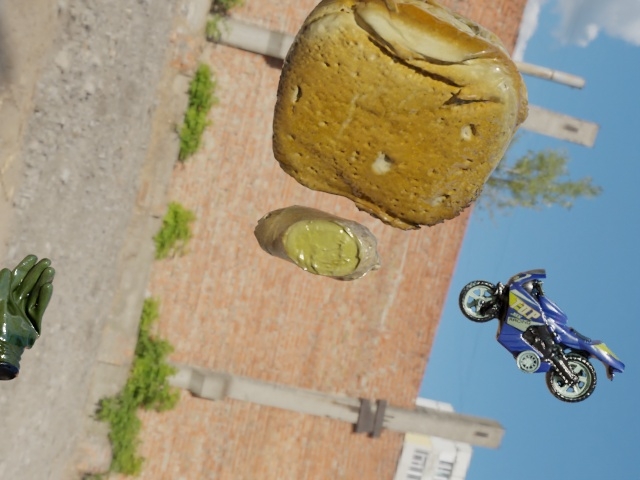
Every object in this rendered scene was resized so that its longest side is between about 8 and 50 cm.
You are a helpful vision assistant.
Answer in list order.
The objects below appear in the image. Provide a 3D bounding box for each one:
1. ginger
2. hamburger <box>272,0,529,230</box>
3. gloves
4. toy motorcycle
[{"bbox_3d":[0.000,0.000,1.576,0.221,0.276,0.130,-95,-156,-84],"label":"ginger"},{"bbox_3d":[0.094,-0.170,0.976,0.284,0.305,0.174,-63,172,29],"label":"hamburger"},{"bbox_3d":[-0.623,0.152,1.544,0.107,0.135,0.268,-9,-124,36],"label":"gloves"},{"bbox_3d":[0.415,0.162,1.411,0.169,0.315,0.113,-49,174,6],"label":"toy motorcycle"}]
